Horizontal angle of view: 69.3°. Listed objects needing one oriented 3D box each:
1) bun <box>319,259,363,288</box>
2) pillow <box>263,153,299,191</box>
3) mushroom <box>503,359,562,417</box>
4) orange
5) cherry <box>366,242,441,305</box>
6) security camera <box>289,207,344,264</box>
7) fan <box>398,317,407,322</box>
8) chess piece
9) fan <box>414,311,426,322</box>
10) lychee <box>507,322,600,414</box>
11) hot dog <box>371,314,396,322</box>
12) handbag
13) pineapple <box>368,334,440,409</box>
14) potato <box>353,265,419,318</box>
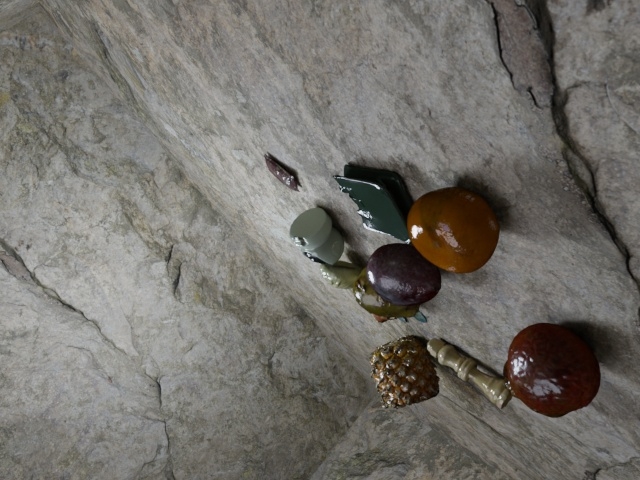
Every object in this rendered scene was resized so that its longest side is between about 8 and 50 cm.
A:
[{"bbox_3d":[0.094,0.160,2.085,0.222,0.127,0.222,8,-173,-1],"label":"bun"},{"bbox_3d":[-0.164,-0.274,1.920,0.185,0.043,0.118,36,163,23],"label":"pillow"},{"bbox_3d":[0.720,0.482,1.544,0.253,0.153,0.253,39,171,8],"label":"mushroom"},{"bbox_3d":[0.336,-0.032,1.174,0.240,0.171,0.240,39,155,22],"label":"orange"},{"bbox_3d":[0.286,0.120,1.582,0.300,0.203,0.230,13,139,44],"label":"cherry"},{"bbox_3d":[0.000,0.000,1.971,0.194,0.194,0.236,24,158,47],"label":"security camera"},{"bbox_3d":[0.309,0.318,2.288,0.282,0.023,0.057,34,162,23],"label":"fan"},{"bbox_3d":[0.628,0.551,1.986,0.397,0.117,0.117,32,159,37],"label":"chess piece"},{"bbox_3d":[0.406,0.308,2.074,0.175,0.005,0.113,44,163,-6],"label":"fan"},{"bbox_3d":[0.645,0.356,1.295,0.255,0.255,0.300,43,-170,2],"label":"lychee"},{"bbox_3d":[0.304,0.310,2.162,0.213,0.103,0.146,-24,90,61],"label":"hot dog"},{"bbox_3d":[0.182,-0.118,1.470,0.260,0.079,0.247,22,152,51],"label":"handbag"},{"bbox_3d":[0.405,0.642,2.286,0.300,0.352,0.352,67,163,5],"label":"pineapple"},{"bbox_3d":[0.260,0.233,1.921,0.299,0.196,0.246,51,162,-28],"label":"potato"}]
